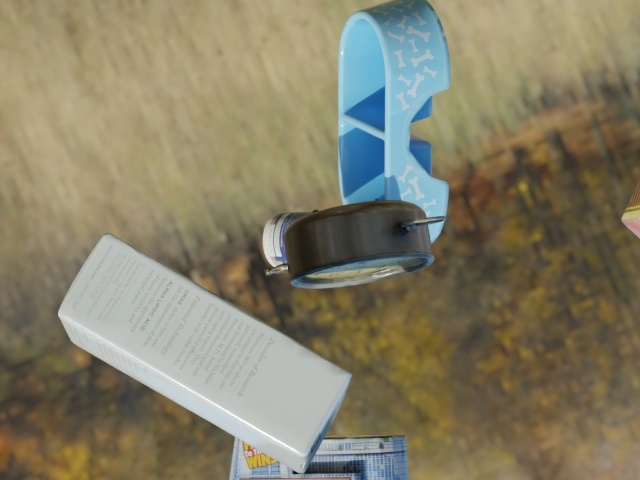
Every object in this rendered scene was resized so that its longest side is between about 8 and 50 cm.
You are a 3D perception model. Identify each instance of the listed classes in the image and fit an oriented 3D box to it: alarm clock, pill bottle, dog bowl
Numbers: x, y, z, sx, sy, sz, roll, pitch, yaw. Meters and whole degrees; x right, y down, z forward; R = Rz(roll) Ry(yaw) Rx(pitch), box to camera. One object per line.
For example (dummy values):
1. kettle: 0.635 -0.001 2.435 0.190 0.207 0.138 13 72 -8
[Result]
1. alarm clock: 0.044 -0.002 1.627 0.129 0.064 0.192 -2 170 -36
2. pill bottle: 0.000 0.000 2.086 0.120 0.067 0.067 -1 -167 37
3. dog bowl: 0.080 -0.134 2.148 0.074 0.297 0.166 -8 -162 -23

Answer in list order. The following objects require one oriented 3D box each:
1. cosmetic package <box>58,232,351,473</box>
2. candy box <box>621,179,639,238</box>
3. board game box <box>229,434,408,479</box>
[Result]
1. cosmetic package: -0.093 0.093 1.506 0.085 0.231 0.117 -61 176 -13
2. candy box: 0.382 -0.124 1.447 0.183 0.087 0.316 0 -122 56
3. board game box: -0.013 0.234 1.736 0.194 0.194 0.060 -6 176 35
